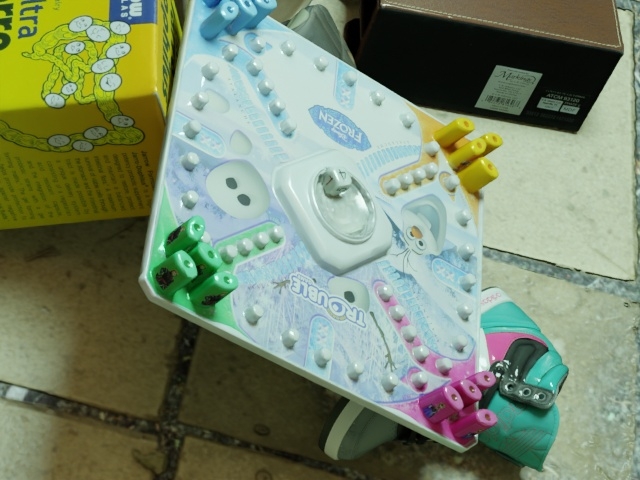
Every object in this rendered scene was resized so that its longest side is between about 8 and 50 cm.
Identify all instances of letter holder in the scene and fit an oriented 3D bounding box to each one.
[{"bbox_3d":[0.191,-0.281,2.042,0.302,0.152,0.214,9,51,-12],"label":"letter holder"}]

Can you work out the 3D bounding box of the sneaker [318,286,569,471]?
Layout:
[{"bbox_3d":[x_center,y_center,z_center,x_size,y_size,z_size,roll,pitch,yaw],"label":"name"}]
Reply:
[{"bbox_3d":[0.152,0.179,1.721,0.178,0.123,0.295,40,52,24],"label":"sneaker"}]

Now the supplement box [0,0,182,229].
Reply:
[{"bbox_3d":[-0.319,-0.143,1.678,0.357,0.195,0.194,-6,56,3],"label":"supplement box"}]

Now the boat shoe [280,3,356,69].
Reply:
[{"bbox_3d":[-0.060,-0.157,1.831,0.132,0.130,0.355,64,21,-9],"label":"boat shoe"}]

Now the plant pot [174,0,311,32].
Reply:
[{"bbox_3d":[-0.143,-0.372,1.963,0.229,0.263,0.263,31,49,30],"label":"plant pot"}]

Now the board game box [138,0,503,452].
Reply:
[{"bbox_3d":[0.023,-0.036,1.632,0.390,0.050,0.390,29,47,-27],"label":"board game box"}]
